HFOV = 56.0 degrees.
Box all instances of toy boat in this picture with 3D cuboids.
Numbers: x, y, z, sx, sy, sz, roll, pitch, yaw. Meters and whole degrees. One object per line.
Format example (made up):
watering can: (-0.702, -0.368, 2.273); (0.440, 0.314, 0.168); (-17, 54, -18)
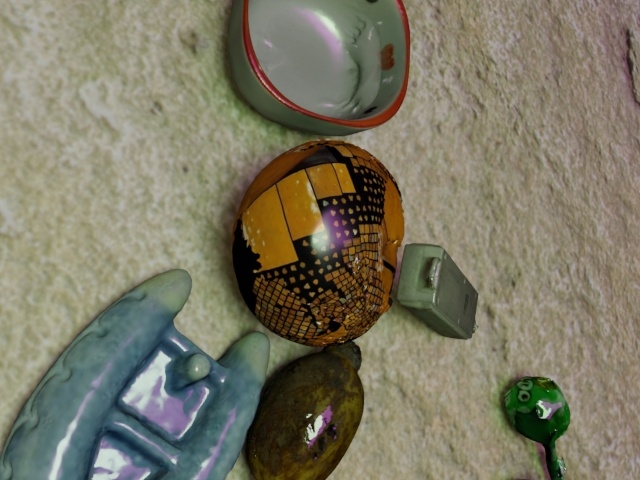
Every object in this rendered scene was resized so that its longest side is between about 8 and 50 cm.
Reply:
toy boat: (-0.177, 0.192, 0.599); (0.215, 0.123, 0.330); (45, 62, -18)

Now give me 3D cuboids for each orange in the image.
orange: (0.000, 0.000, 0.677); (0.234, 0.182, 0.235); (13, 90, -70)

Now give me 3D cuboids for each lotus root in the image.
lotus root: (-0.015, 0.200, 0.691); (0.120, 0.120, 0.210); (38, 68, -19)

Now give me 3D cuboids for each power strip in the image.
power strip: (0.156, 0.072, 0.776); (0.272, 0.052, 0.078); (36, 62, -60)

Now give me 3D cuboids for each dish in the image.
dish: (-0.012, -0.245, 0.769); (0.256, 0.117, 0.257); (5, 80, -30)

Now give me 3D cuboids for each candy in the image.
candy: (0.361, 0.355, 0.921); (0.097, 0.097, 0.324); (-27, 104, -31)
